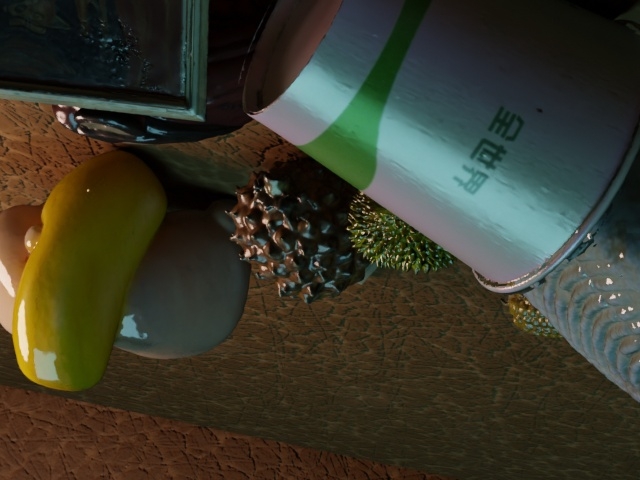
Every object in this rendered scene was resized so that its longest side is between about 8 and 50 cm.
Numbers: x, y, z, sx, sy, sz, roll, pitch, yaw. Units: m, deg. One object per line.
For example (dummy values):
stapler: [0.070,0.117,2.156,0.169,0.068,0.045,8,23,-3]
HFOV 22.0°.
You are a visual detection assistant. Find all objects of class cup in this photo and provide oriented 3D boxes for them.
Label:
cup: [0.096,-0.121,1.338,0.274,0.253,0.253,26,158,-19]

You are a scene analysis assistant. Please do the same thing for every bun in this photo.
bun: [0.317,0.016,1.536,0.354,0.194,0.354,46,170,11]

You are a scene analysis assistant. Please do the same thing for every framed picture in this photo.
framed picture: [-0.221,-0.213,1.352,0.273,0.216,0.016,7,-160,13]

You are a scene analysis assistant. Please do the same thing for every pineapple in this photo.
pineapple: [-0.026,-0.022,1.841,0.166,0.166,0.193,4,151,23]

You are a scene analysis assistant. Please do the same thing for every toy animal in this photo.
toy animal: [-0.269,0.013,2.039,0.345,0.278,0.247,-13,-162,-34]

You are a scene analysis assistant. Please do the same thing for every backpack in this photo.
backpack: [-0.121,-0.159,1.474,0.229,0.139,0.229,-7,-172,1]

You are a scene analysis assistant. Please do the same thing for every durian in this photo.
durian: [0.104,-0.039,1.681,0.146,0.159,0.198,13,163,-5]

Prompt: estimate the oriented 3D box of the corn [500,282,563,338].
corn: [0.353,0.074,1.955,0.310,0.101,0.101,4,160,24]

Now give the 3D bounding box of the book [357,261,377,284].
book: [0.000,0.001,2.094,0.170,0.018,0.242,15,162,-6]
